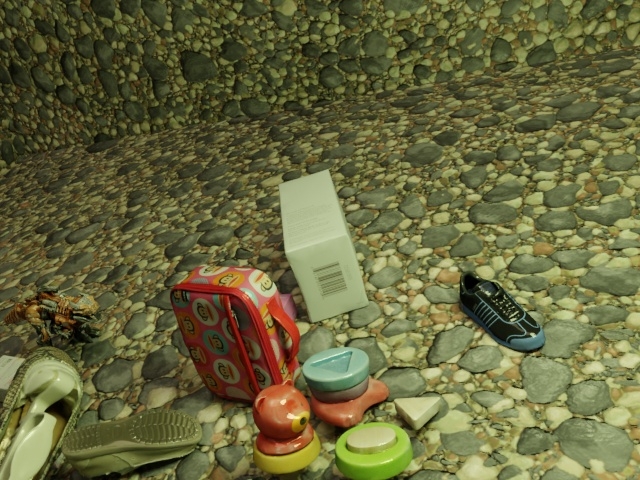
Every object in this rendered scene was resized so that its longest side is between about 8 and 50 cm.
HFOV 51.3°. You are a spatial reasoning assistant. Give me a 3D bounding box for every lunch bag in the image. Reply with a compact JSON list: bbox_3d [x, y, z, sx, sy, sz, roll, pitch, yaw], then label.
[{"bbox_3d":[-0.155,0.195,1.364,0.258,0.293,0.120,1,30,32],"label":"lunch bag"}]

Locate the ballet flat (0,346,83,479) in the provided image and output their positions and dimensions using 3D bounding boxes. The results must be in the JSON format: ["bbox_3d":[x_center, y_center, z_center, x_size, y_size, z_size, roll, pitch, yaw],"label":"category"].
[{"bbox_3d":[-0.576,0.381,1.354,0.182,0.164,0.483,-45,25,33],"label":"ballet flat"}]

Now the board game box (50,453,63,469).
[{"bbox_3d":[-0.595,0.459,1.440,0.090,0.020,0.090,-13,31,9],"label":"board game box"}]

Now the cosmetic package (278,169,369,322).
[{"bbox_3d":[0.000,0.000,1.691,0.156,0.217,0.385,-17,27,2],"label":"cosmetic package"}]

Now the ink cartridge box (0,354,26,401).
[{"bbox_3d":[-0.768,0.353,1.678,0.181,0.062,0.104,1,35,32],"label":"ink cartridge box"}]

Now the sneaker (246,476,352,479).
[{"bbox_3d":[-0.050,0.422,1.073,0.228,0.132,0.086,-23,29,-7],"label":"sneaker"}]

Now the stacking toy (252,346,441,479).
[{"bbox_3d":[0.046,0.283,1.184,0.279,0.130,0.309,0,19,31],"label":"stacking toy"}]

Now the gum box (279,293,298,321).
[{"bbox_3d":[-0.162,0.188,1.613,0.188,0.062,0.107,-4,32,24],"label":"gum box"}]

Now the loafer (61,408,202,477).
[{"bbox_3d":[-0.370,0.409,1.331,0.268,0.092,0.102,-4,32,-7],"label":"loafer"}]

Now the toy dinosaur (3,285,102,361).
[{"bbox_3d":[-0.688,0.200,1.734,0.322,0.218,0.164,11,41,42],"label":"toy dinosaur"}]

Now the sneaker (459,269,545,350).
[{"bbox_3d":[0.362,0.139,1.366,0.081,0.090,0.232,-28,30,-18],"label":"sneaker"}]
